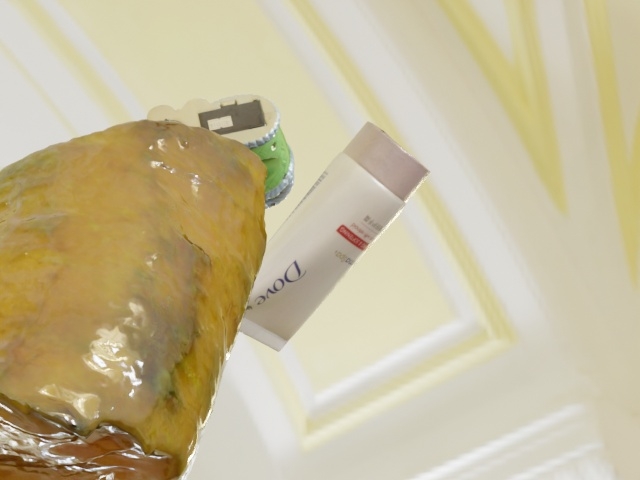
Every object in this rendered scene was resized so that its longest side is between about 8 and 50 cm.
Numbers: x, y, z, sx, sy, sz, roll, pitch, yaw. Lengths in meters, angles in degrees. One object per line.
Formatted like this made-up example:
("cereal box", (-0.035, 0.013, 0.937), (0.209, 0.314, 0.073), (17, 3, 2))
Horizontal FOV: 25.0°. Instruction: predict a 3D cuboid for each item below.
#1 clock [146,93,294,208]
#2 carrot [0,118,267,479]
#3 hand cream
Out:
("clock", (-0.128, -0.081, 1.811), (0.194, 0.100, 0.195), (-10, -38, -4))
("carrot", (-0.184, 0.066, 1.113), (0.241, 0.341, 0.241), (7, -47, 7))
("hand cream", (0.000, 0.000, 1.428), (0.248, 0.083, 0.133), (-52, -37, 5))
